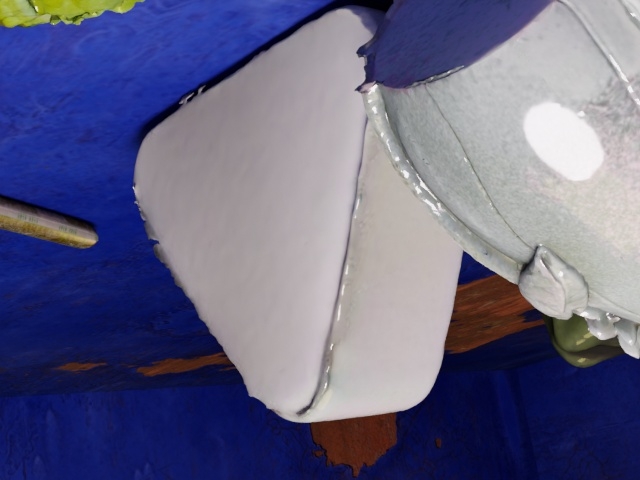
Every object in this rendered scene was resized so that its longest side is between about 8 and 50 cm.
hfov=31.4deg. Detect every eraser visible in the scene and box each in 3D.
[{"bbox_3d":[0.000,0.000,0.959,0.150,0.331,0.331,5,160,-44],"label":"eraser"}]

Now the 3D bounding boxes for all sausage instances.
[{"bbox_3d":[-0.318,-0.023,1.212,0.032,0.033,0.269,-15,164,22],"label":"sausage"}]

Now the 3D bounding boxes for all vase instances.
[{"bbox_3d":[0.244,-0.029,0.818,0.250,0.250,0.445,-22,124,41],"label":"vase"}]

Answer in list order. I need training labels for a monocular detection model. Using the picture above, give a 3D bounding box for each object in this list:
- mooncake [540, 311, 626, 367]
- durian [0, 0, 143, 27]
[{"bbox_3d":[0.413,0.022,1.248,0.351,0.351,0.187,-12,162,8],"label":"mooncake"},{"bbox_3d":[-0.133,-0.179,0.603,0.132,0.107,0.375,-10,171,-20],"label":"durian"}]
